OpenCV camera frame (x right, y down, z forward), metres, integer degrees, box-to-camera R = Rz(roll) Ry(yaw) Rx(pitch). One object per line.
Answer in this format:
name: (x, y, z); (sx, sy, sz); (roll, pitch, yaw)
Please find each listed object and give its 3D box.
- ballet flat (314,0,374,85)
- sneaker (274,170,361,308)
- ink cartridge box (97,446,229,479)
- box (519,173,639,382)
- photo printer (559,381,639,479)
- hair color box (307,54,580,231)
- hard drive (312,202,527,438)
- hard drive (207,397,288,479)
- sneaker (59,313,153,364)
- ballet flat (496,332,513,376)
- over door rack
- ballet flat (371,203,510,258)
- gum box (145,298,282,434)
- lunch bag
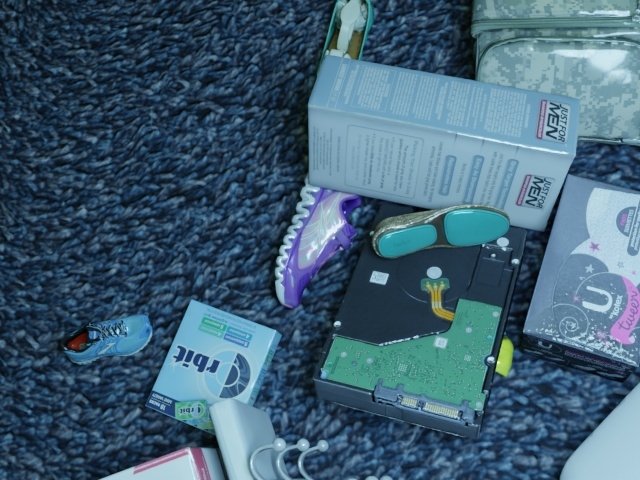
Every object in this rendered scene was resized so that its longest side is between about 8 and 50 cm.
ballet flat: (0.035, -0.327, 1.414); (0.083, 0.087, 0.247); (9, 74, 15)
sneaker: (0.000, 0.000, 1.315); (0.105, 0.095, 0.236); (17, 75, 9)
ink cartridge box: (-0.210, 0.361, 1.168); (0.159, 0.218, 0.092); (-21, 74, 5)
box: (0.398, 0.055, 1.179); (0.163, 0.142, 0.247); (16, 76, 17)
photo printer: (0.470, 0.290, 1.044); (0.307, 0.107, 0.256); (-45, 27, -4)
hair color box: (0.174, -0.143, 1.229); (0.375, 0.185, 0.113); (12, 57, 8)
hard drive: (0.153, 0.104, 1.197); (0.237, 0.064, 0.338); (11, 52, 16)
hard drive: (-0.066, 0.381, 1.138); (0.040, 0.203, 0.307); (-23, 69, 4)
sneaker: (-0.350, 0.160, 1.343); (0.162, 0.073, 0.063); (-21, 69, 5)
ballet flat: (0.172, 0.182, 1.227); (0.231, 0.077, 0.077); (-5, 87, 9)
over door rack: (0.067, 0.388, 1.091); (0.108, 0.239, 0.324); (-45, 68, 1)
ballet flat: (0.174, -0.024, 1.220); (0.206, 0.073, 0.067); (-7, 27, -4)
gum box: (-0.169, 0.205, 1.306); (0.157, 0.041, 0.184); (19, 78, 17)
lunch bag: (0.380, -0.275, 1.268); (0.305, 0.212, 0.255); (4, 90, 15)
